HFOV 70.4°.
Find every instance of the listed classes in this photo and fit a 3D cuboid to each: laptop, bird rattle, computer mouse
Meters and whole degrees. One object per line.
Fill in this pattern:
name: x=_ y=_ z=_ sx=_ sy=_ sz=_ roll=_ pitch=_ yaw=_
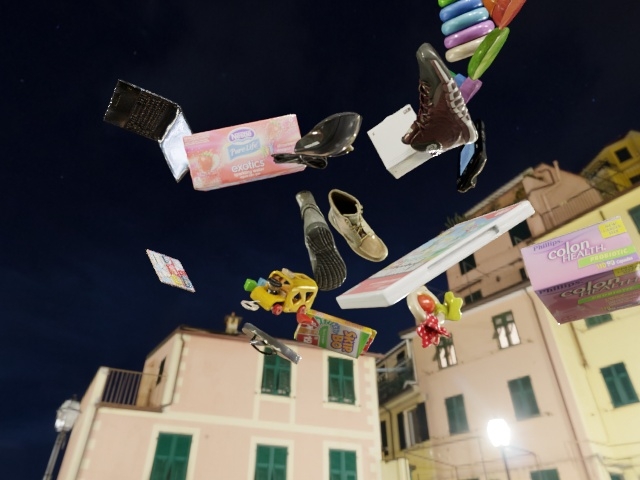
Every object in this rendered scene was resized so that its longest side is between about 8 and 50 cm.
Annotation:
laptop: x=-0.512 y=-0.319 z=1.374 sx=0.264 sy=0.137 sz=0.234 roll=18 pitch=-26 yaw=-30
bird rattle: x=0.397 y=0.270 z=1.676 sx=0.253 sy=0.207 sz=0.143 roll=-28 pitch=-20 yaw=-44
computer mouse: x=0.026 y=-0.211 z=1.048 sx=0.184 sy=0.060 sz=0.262 roll=-7 pitch=-9 yaw=-42

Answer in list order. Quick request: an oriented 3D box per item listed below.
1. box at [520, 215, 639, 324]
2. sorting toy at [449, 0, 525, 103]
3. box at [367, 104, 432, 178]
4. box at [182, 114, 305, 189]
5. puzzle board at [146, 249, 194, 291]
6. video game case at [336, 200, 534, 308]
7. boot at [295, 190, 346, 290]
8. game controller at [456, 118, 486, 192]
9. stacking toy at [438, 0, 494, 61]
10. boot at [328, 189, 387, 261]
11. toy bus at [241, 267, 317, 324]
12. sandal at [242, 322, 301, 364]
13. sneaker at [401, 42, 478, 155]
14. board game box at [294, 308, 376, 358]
box: x=0.627 y=0.083 z=1.068 sx=0.213 sy=0.117 sz=0.243 roll=-23 pitch=-40 yaw=29
sorting toy: x=0.346 y=-0.466 z=1.027 sx=0.126 sy=0.127 sz=0.366 roll=39 pitch=-17 yaw=13
box: x=0.299 y=-0.357 z=1.656 sx=0.180 sy=0.182 sz=0.119 roll=-31 pitch=-24 yaw=20
box: x=-0.199 y=-0.233 z=1.230 sx=0.299 sy=0.142 sz=0.154 roll=-12 pitch=7 yaw=-3
puzzle board: x=-0.367 y=0.072 z=1.113 sx=0.011 sy=0.128 sz=0.096 roll=-51 pitch=-41 yaw=8
video game case: x=0.176 y=0.029 z=0.736 sx=0.285 sy=0.025 sz=0.204 roll=-29 pitch=-1 yaw=-19
boot: x=0.000 y=0.000 z=1.166 sx=0.083 sy=0.161 sz=0.247 roll=-16 pitch=-47 yaw=-2
game controller: x=0.529 y=-0.305 z=1.600 sx=0.067 sy=0.319 sz=0.167 roll=14 pitch=-50 yaw=6
stacking toy: x=0.361 y=-0.659 z=1.200 sx=0.141 sy=0.141 sz=0.331 roll=-16 pitch=-73 yaw=19
boot: x=0.102 y=-0.039 z=1.246 sx=0.077 sy=0.213 sz=0.165 roll=-42 pitch=-15 yaw=-10
toy bus: x=-0.099 y=0.129 z=1.207 sx=0.190 sy=0.202 sz=0.105 roll=22 pitch=-82 yaw=-11
sandal: x=-0.161 y=0.306 z=1.329 sx=0.254 sy=0.055 sz=0.097 roll=14 pitch=-26 yaw=50
sneaker: x=0.243 y=-0.294 z=1.042 sx=0.162 sy=0.107 sz=0.281 roll=-28 pitch=-50 yaw=18
board game box: x=0.052 y=0.322 z=1.548 sx=0.259 sy=0.039 sz=0.124 roll=18 pitch=-62 yaw=-9
